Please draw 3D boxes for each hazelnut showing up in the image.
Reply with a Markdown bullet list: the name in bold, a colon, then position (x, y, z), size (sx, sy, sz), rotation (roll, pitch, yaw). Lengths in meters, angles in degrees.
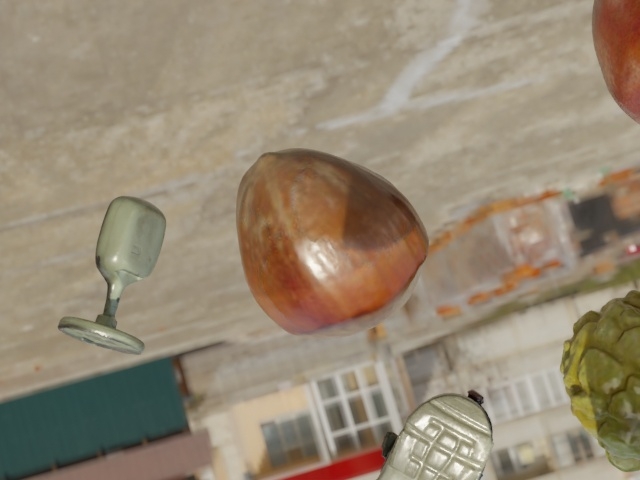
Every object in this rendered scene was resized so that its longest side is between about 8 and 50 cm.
- **hazelnut**: position (0.000, 0.000, 1.299), size (0.176, 0.214, 0.214), rotation (-45, -179, -19)

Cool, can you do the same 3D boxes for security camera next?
- **security camera**: position (-0.123, 0.019, 0.819), size (0.058, 0.092, 0.058), rotation (14, 166, 3)

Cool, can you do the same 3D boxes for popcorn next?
- **popcorn**: position (0.414, 0.161, 1.537), size (0.251, 0.237, 0.206), rotation (-28, 135, 8)

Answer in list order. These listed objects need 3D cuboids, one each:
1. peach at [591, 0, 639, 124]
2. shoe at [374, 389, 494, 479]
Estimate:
- **peach**: position (0.471, -0.264, 1.528), size (0.308, 0.308, 0.332), rotation (-14, 178, -20)
- **shoe**: position (0.097, 0.228, 1.277), size (0.227, 0.099, 0.125), rotation (-65, 177, 21)
